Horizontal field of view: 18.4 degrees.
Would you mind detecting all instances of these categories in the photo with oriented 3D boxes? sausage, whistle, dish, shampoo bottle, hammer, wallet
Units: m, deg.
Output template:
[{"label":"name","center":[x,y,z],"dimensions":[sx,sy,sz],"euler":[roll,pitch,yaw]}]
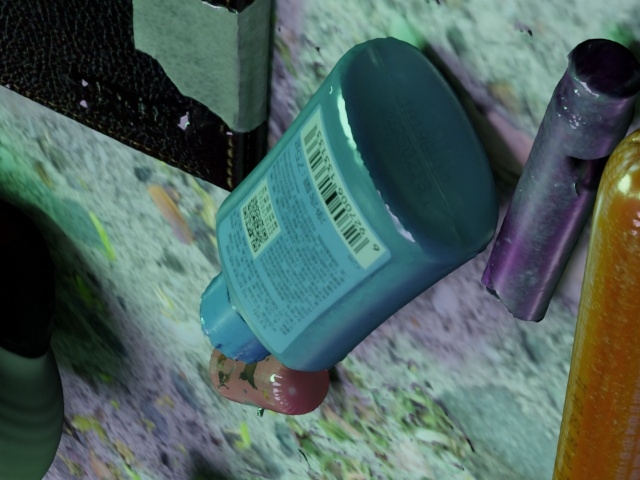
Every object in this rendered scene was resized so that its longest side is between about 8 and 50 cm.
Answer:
[{"label":"sausage","center":[0.129,0.072,0.836],"dimensions":[0.053,0.053,0.348],"euler":[37,149,28]},{"label":"whistle","center":[0.096,-0.019,0.804],"dimensions":[0.033,0.033,0.176],"euler":[43,152,18]},{"label":"dish","center":[-0.237,0.030,1.269],"dimensions":[0.273,0.134,0.273],"euler":[48,-167,-14]},{"label":"shampoo bottle","center":[0.000,0.000,0.938],"dimensions":[0.104,0.061,0.258],"euler":[65,154,9]},{"label":"hammer","center":[-0.029,0.076,1.102],"dimensions":[0.083,0.043,0.043],"euler":[5,127,54]},{"label":"wallet","center":[-0.140,-0.147,0.961],"dimensions":[0.262,0.071,0.221],"euler":[28,145,16]}]
